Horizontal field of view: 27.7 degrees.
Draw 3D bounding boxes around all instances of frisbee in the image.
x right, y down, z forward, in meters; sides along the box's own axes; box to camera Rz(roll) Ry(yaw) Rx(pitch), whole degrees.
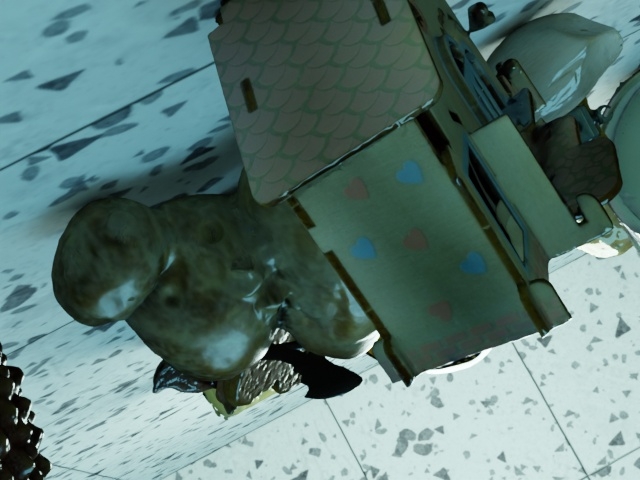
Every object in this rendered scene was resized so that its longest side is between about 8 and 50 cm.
[{"bbox_3d":[-0.012,0.094,1.209,0.211,0.012,0.187,7,-158,38],"label":"frisbee"}]

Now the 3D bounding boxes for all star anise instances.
[{"bbox_3d":[-0.098,0.140,1.664,0.214,0.099,0.220,-2,-159,18],"label":"star anise"}]

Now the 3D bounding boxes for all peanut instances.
[{"bbox_3d":[0.464,-0.058,2.076,0.143,0.159,0.291,-4,-172,42],"label":"peanut"}]

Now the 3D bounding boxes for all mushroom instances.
[{"bbox_3d":[0.184,-0.145,1.205,0.212,0.088,0.097,-31,-158,41],"label":"mushroom"}]

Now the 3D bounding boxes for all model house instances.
[{"bbox_3d":[0.058,-0.097,0.838,0.169,0.244,0.326,-32,-160,22],"label":"model house"}]

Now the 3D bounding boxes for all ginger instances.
[{"bbox_3d":[-0.064,0.019,1.083,0.304,0.155,0.245,-22,135,-7],"label":"ginger"}]

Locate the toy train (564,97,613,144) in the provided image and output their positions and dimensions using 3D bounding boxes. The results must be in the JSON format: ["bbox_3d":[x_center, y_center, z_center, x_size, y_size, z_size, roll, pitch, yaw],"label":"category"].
[{"bbox_3d":[0.243,-0.102,1.539,0.219,0.089,0.127,-29,179,-1],"label":"toy train"}]

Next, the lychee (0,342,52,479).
[{"bbox_3d":[-0.345,0.199,0.939,0.306,0.306,0.330,-18,141,-42],"label":"lychee"}]

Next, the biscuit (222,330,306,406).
[{"bbox_3d":[-0.018,0.059,1.423,0.290,0.041,0.208,-51,148,-19],"label":"biscuit"}]

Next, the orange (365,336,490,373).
[{"bbox_3d":[0.124,0.059,1.603,0.182,0.234,0.234,-44,-179,-40],"label":"orange"}]

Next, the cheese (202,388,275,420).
[{"bbox_3d":[-0.096,0.205,2.043,0.167,0.094,0.123,-23,166,-25],"label":"cheese"}]

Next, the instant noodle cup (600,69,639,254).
[{"bbox_3d":[0.510,-0.102,1.670,0.340,0.340,0.266,-33,157,20],"label":"instant noodle cup"}]

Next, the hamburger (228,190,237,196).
[{"bbox_3d":[0.000,0.000,1.258,0.283,0.144,0.156,-13,177,1],"label":"hamburger"}]
